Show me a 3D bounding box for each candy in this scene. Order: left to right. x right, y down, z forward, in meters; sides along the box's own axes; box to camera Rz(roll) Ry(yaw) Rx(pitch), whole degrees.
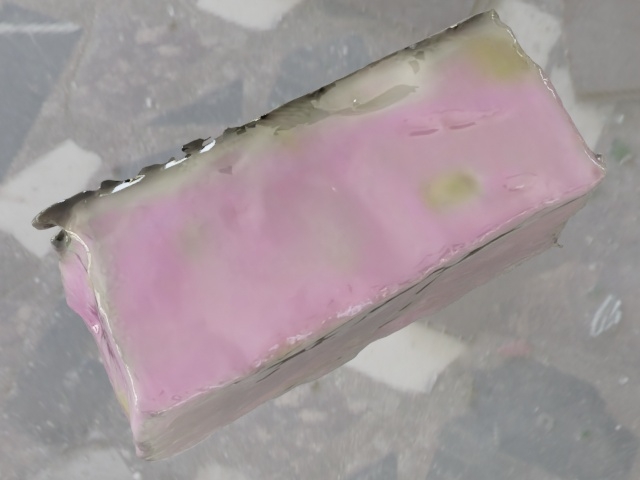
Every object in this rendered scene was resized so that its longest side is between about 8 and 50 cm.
[{"bbox_3d":[0.000,0.000,0.643,0.265,0.155,0.115,-27,75,-13],"label":"candy"}]
